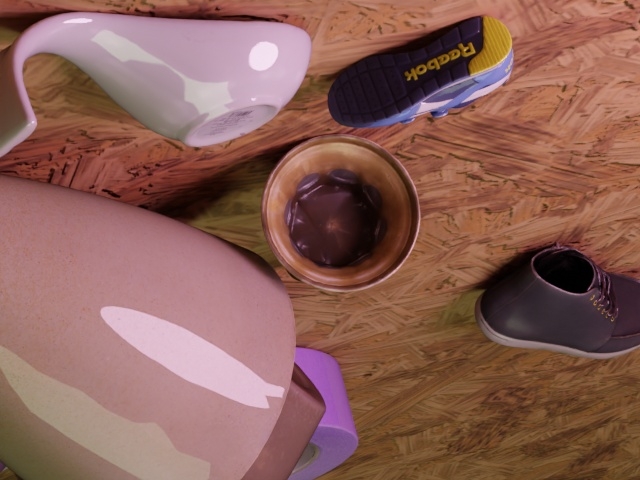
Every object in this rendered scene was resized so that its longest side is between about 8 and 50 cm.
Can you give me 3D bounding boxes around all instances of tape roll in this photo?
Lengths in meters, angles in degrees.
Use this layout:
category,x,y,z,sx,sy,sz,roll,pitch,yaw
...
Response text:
category,x,y,z,sx,sy,sz,roll,pitch,yaw
tape roll,-0.103,0.204,2.020,0.275,0.090,0.275,-13,158,-5

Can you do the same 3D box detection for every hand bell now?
category,x,y,z,sx,sy,sz,roll,pitch,yaw
hand bell,0.000,0.000,1.604,0.126,0.126,0.242,-11,171,-10

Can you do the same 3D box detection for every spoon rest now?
category,x,y,z,sx,sy,sz,roll,pitch,yaw
spoon rest,-0.117,-0.110,1.281,0.137,0.084,0.276,-31,166,39

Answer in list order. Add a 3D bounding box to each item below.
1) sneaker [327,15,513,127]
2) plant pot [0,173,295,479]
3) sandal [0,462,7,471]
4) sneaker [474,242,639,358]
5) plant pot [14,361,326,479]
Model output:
category,x,y,z,sx,sy,sz,roll,pitch,yaw
sneaker,0.076,-0.113,1.401,0.144,0.053,0.059,-18,160,12
plant pot,-0.203,0.060,1.447,0.256,0.256,0.274,-27,138,29
sandal,-0.441,0.265,1.873,0.416,0.102,0.169,-20,163,40
sneaker,0.276,0.060,1.908,0.222,0.083,0.118,-1,154,-28
plant pot,-0.121,0.185,1.758,0.229,0.263,0.263,-45,154,3
